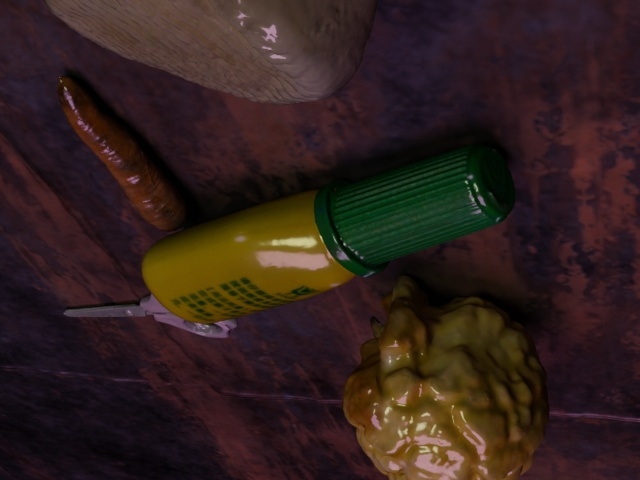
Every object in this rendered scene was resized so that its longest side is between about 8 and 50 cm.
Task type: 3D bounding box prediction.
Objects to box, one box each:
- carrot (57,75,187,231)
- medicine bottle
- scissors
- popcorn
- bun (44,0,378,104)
[{"bbox_3d":[-0.144,-0.061,0.776,0.035,0.036,0.165,-3,143,25],"label":"carrot"},{"bbox_3d":[0.000,0.000,0.774,0.309,0.076,0.111,-16,161,38],"label":"medicine bottle"},{"bbox_3d":[-0.170,0.066,1.009,0.189,0.015,0.100,-3,144,29],"label":"scissors"},{"bbox_3d":[0.098,0.119,0.843,0.170,0.180,0.180,16,154,32],"label":"popcorn"},{"bbox_3d":[-0.050,-0.144,0.530,0.166,0.113,0.173,16,172,5],"label":"bun"}]
